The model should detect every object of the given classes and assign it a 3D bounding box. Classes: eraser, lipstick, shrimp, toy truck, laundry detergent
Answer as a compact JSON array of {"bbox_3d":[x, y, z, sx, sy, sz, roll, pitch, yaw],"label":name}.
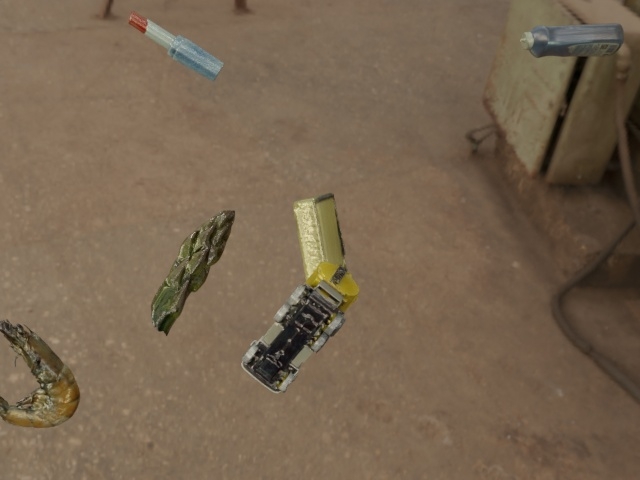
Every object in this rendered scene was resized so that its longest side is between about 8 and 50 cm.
[{"bbox_3d":[0.000,0.000,1.563,0.058,0.172,0.117,-8,7,20],"label":"eraser"},{"bbox_3d":[-0.384,-0.513,2.144,0.274,0.061,0.068,31,45,-10],"label":"lipstick"},{"bbox_3d":[-0.519,0.241,1.425,0.150,0.217,0.051,-29,19,-1],"label":"shrimp"},{"bbox_3d":[-0.030,0.143,1.355,0.098,0.227,0.114,38,26,0],"label":"toy truck"},{"bbox_3d":[0.491,-0.398,1.632,0.206,0.061,0.096,-4,2,-10],"label":"laundry detergent"}]

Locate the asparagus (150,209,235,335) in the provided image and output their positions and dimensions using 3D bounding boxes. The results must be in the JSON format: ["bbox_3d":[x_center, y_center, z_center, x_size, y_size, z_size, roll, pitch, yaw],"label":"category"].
[{"bbox_3d":[-0.242,0.048,1.538,0.080,0.080,0.287,25,65,17],"label":"asparagus"}]
